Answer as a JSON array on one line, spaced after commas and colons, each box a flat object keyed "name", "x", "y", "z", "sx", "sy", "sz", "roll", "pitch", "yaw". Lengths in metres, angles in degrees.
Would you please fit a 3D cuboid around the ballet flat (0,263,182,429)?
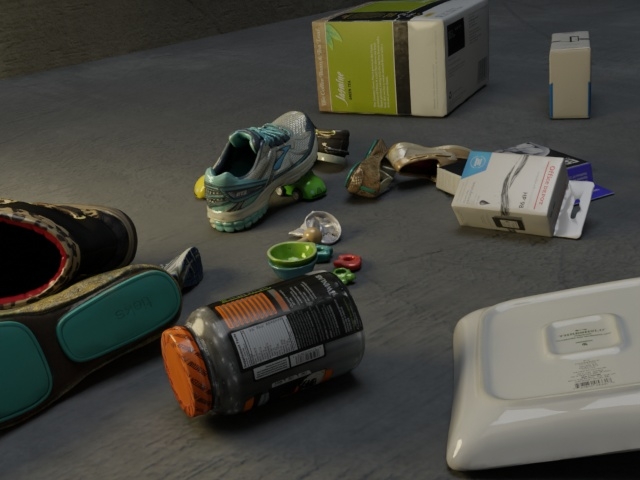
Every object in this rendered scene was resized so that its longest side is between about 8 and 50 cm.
[{"name": "ballet flat", "x": -0.315, "y": 0.121, "z": 0.928, "sx": 0.349, "sy": 0.123, "sz": 0.123, "roll": -25, "pitch": 30, "yaw": -37}]

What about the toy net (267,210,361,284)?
[{"name": "toy net", "x": 0.000, "y": 0.000, "z": 1.206, "sx": 0.122, "sy": 0.045, "sz": 0.232, "roll": -2, "pitch": 23, "yaw": 8}]

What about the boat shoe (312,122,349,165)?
[{"name": "boat shoe", "x": -0.027, "y": -0.201, "z": 1.634, "sx": 0.081, "sy": 0.068, "sz": 0.228, "roll": 6, "pitch": 11, "yaw": -45}]

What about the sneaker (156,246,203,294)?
[{"name": "sneaker", "x": -0.206, "y": 0.047, "z": 1.138, "sx": 0.058, "sy": 0.052, "sz": 0.135, "roll": -1, "pitch": 22, "yaw": 20}]

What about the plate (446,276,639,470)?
[{"name": "plate", "x": 0.260, "y": 0.110, "z": 0.820, "sx": 0.278, "sy": 0.045, "sz": 0.278, "roll": -11, "pitch": 20, "yaw": 15}]

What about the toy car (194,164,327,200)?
[{"name": "toy car", "x": -0.081, "y": -0.119, "z": 1.497, "sx": 0.225, "sy": 0.053, "sz": 0.239, "roll": 16, "pitch": 31, "yaw": 41}]

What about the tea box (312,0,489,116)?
[{"name": "tea box", "x": 0.199, "y": -0.445, "z": 1.995, "sx": 0.324, "sy": 0.219, "sz": 0.329, "roll": 8, "pitch": 26, "yaw": 27}]

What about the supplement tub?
[{"name": "supplement tub", "x": -0.060, "y": 0.109, "z": 0.870, "sx": 0.191, "sy": 0.116, "sz": 0.117, "roll": -16, "pitch": 25, "yaw": -24}]

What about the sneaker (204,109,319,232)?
[{"name": "sneaker", "x": -0.092, "y": -0.141, "z": 1.374, "sx": 0.110, "sy": 0.122, "sz": 0.283, "roll": 12, "pitch": 47, "yaw": 25}]

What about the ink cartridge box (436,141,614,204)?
[{"name": "ink cartridge box", "x": 0.332, "y": -0.100, "z": 1.372, "sx": 0.206, "sy": 0.045, "sz": 0.208, "roll": -16, "pitch": 27, "yaw": -23}]

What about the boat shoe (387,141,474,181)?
[{"name": "boat shoe", "x": 0.201, "y": -0.128, "z": 1.455, "sx": 0.170, "sy": 0.063, "sz": 0.059, "roll": 2, "pitch": 49, "yaw": -15}]

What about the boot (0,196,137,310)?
[{"name": "boot", "x": -0.450, "y": 0.015, "z": 1.081, "sx": 0.378, "sy": 0.138, "sz": 0.284, "roll": 1, "pitch": 5, "yaw": -1}]

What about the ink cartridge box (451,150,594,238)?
[{"name": "ink cartridge box", "x": 0.296, "y": -0.069, "z": 1.224, "sx": 0.180, "sy": 0.060, "sz": 0.104, "roll": 8, "pitch": 62, "yaw": 30}]

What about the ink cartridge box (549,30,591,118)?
[{"name": "ink cartridge box", "x": 0.539, "y": -0.360, "z": 1.807, "sx": 0.086, "sy": 0.148, "sz": 0.203, "roll": -1, "pitch": 22, "yaw": 16}]

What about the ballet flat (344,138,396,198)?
[{"name": "ballet flat", "x": 0.097, "y": -0.121, "z": 1.469, "sx": 0.067, "sy": 0.073, "sz": 0.206, "roll": 26, "pitch": 31, "yaw": 4}]
